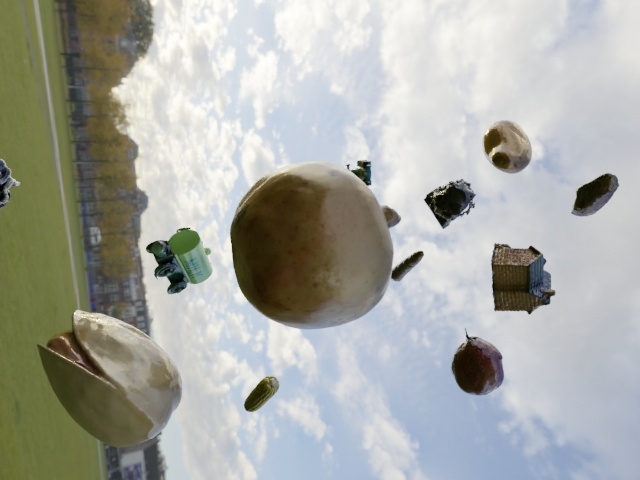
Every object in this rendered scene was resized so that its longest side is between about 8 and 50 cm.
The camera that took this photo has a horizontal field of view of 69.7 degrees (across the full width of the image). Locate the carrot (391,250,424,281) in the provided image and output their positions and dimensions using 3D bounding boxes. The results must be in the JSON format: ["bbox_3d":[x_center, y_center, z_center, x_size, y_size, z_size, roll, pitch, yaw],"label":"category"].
[{"bbox_3d":[0.375,0.108,2.002,0.314,0.066,0.066,117,-41,-64],"label":"carrot"}]

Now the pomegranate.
[{"bbox_3d":[0.000,0.000,0.862,0.342,0.342,0.343,22,-65,60],"label":"pomegranate"}]

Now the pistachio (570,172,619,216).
[{"bbox_3d":[0.767,-0.120,1.305,0.089,0.049,0.173,26,-40,10],"label":"pistachio"}]

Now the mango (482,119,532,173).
[{"bbox_3d":[0.585,-0.287,1.453,0.262,0.157,0.109,-61,180,-41],"label":"mango"}]

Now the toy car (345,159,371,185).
[{"bbox_3d":[0.166,-0.285,1.990,0.161,0.098,0.126,-122,-151,-79],"label":"toy car"}]

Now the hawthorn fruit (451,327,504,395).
[{"bbox_3d":[0.536,0.417,1.594,0.181,0.181,0.235,-1,-69,63],"label":"hawthorn fruit"}]

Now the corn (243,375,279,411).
[{"bbox_3d":[-0.207,0.536,1.601,0.203,0.072,0.072,-52,-131,36],"label":"corn"}]

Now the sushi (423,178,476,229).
[{"bbox_3d":[0.507,-0.154,1.752,0.153,0.172,0.150,58,7,5],"label":"sushi"}]

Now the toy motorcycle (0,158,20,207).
[{"bbox_3d":[-0.761,-0.132,1.067,0.124,0.061,0.193,-62,-172,-3],"label":"toy motorcycle"}]

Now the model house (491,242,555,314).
[{"bbox_3d":[0.616,0.108,1.390,0.172,0.166,0.183,0,-53,31],"label":"model house"}]

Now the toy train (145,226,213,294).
[{"bbox_3d":[-0.376,0.056,1.266,0.105,0.157,0.253,60,-15,22],"label":"toy train"}]

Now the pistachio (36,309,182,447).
[{"bbox_3d":[-0.391,0.251,0.855,0.299,0.187,0.188,33,-48,16],"label":"pistachio"}]
